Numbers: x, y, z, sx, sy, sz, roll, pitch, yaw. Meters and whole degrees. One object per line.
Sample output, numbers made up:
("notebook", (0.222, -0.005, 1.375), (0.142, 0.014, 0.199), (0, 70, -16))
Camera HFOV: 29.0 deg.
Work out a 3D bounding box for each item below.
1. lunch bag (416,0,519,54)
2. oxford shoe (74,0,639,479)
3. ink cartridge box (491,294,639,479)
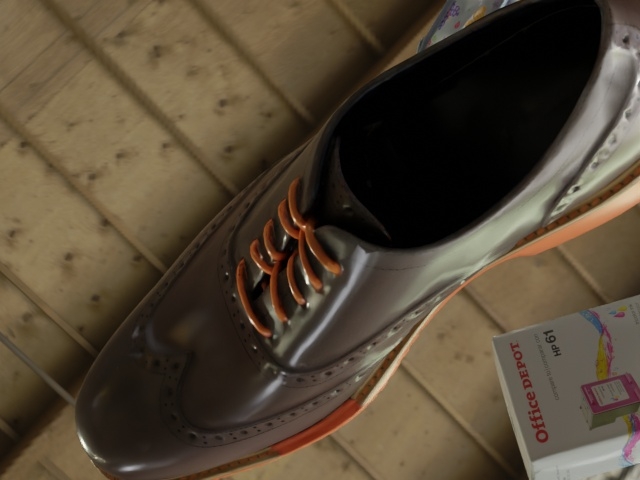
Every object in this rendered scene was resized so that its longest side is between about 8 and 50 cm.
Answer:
("lunch bag", (0.092, -0.097, 0.675), (0.071, 0.053, 0.083), (23, -80, -36))
("oxford shoe", (0.000, 0.000, 0.430), (0.271, 0.098, 0.097), (-39, -111, 17))
("ink cartridge box", (0.175, 0.091, 0.761), (0.122, 0.052, 0.088), (-17, -123, 5))
